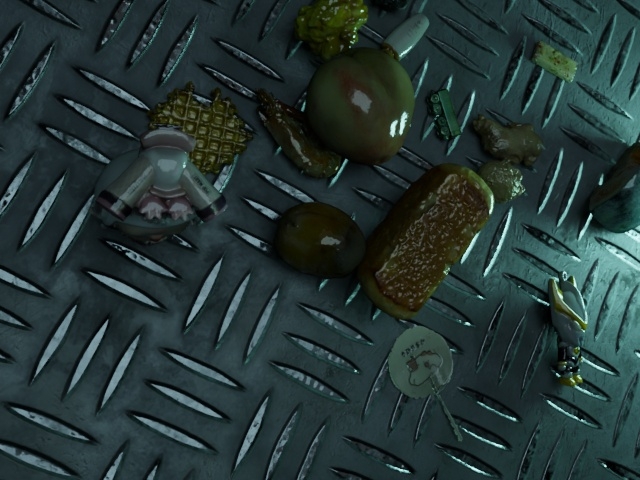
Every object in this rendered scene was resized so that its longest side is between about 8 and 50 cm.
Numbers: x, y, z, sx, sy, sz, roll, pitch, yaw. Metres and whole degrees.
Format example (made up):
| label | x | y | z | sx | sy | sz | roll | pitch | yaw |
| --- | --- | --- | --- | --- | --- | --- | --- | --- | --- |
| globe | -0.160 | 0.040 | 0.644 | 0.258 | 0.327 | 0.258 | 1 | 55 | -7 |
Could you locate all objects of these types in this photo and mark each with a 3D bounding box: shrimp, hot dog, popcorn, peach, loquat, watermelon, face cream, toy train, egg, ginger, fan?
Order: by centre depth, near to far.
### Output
| label | x | y | z | sx | sy | sz | roll | pitch | yaw |
| --- | --- | --- | --- | --- | --- | --- | --- | --- | --- |
| loquat | 0.000 | 0.000 | 1.677 | 0.227 | 0.179 | 0.179 | 17 | 77 | 3 |
| peach | 0.104 | -0.328 | 1.704 | 0.292 | 0.247 | 0.292 | 26 | 50 | -36 |
| hot dog | 0.246 | -0.005 | 1.735 | 0.185 | 0.223 | 0.405 | 38 | 87 | -13 |
| shrimp | -0.059 | -0.284 | 1.762 | 0.294 | 0.062 | 0.154 | 47 | 60 | -11 |
| popcorn | 0.033 | -0.559 | 1.765 | 0.155 | 0.197 | 0.198 | 47 | 71 | -25 |
| fan | 0.297 | 0.385 | 1.820 | 0.190 | 0.009 | 0.329 | -29 | 90 | -21 |
| face cream | 0.228 | -0.553 | 1.892 | 0.072 | 0.051 | 0.182 | 45 | 71 | -10 |
| egg | 0.491 | -0.162 | 1.899 | 0.140 | 0.118 | 0.116 | 25 | 74 | -27 |
| toy train | 0.341 | -0.351 | 1.913 | 0.070 | 0.038 | 0.148 | -17 | 88 | -23 |
| ginger | 0.525 | -0.280 | 1.949 | 0.213 | 0.074 | 0.138 | 9 | 71 | -22 |
| watermelon | 0.943 | -0.146 | 2.019 | 0.188 | 0.175 | 0.322 | 43 | 73 | -9 |

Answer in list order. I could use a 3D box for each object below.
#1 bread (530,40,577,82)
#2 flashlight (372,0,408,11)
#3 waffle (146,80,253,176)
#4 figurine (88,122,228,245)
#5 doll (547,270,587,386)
| label | x | y | z | sx | sy | sz | roll | pitch | yaw |
| --- | --- | --- | --- | --- | --- | --- | --- | --- | --- |
| bread | 0.702 | -0.536 | 2.065 | 0.153 | 0.028 | 0.068 | 25 | 74 | -16 |
| flashlight | 0.196 | -0.845 | 1.894 | 0.103 | 0.103 | 0.424 | 4 | 82 | -18 |
| waffle | -0.298 | -0.270 | 1.681 | 0.231 | 0.051 | 0.229 | -39 | 99 | -18 |
| figurine | -0.349 | -0.105 | 1.482 | 0.253 | 0.361 | 0.211 | 15 | 78 | -21 |
| doll | 0.689 | 0.244 | 1.926 | 0.145 | 0.103 | 0.317 | -2 | 89 | -23 |
